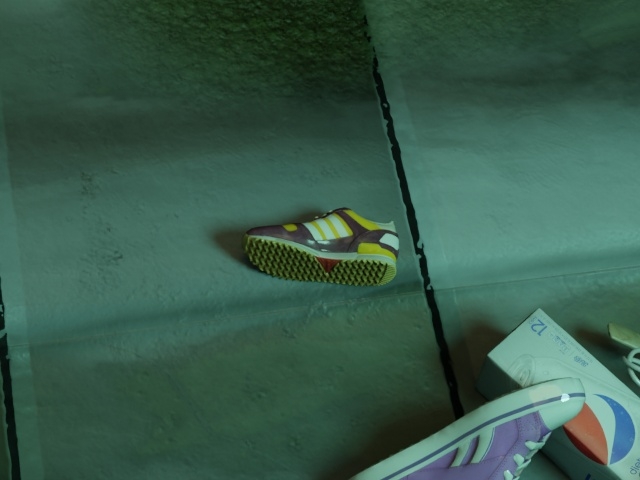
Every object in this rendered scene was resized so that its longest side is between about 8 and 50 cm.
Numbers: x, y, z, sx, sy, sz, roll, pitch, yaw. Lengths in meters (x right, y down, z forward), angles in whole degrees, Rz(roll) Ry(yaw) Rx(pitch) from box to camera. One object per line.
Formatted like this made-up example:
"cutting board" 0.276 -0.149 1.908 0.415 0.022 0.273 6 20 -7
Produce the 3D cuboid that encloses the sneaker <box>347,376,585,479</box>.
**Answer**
"sneaker" 0.181 0.264 1.722 0.282 0.102 0.161 -32 71 17

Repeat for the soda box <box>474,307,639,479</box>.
"soda box" 0.308 0.213 1.800 0.091 0.098 0.286 -39 72 -23

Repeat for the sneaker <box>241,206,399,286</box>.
"sneaker" 0.000 0.000 1.910 0.185 0.069 0.084 10 52 -7

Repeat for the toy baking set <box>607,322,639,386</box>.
"toy baking set" 0.436 0.178 1.815 0.197 0.030 0.256 6 39 -38
